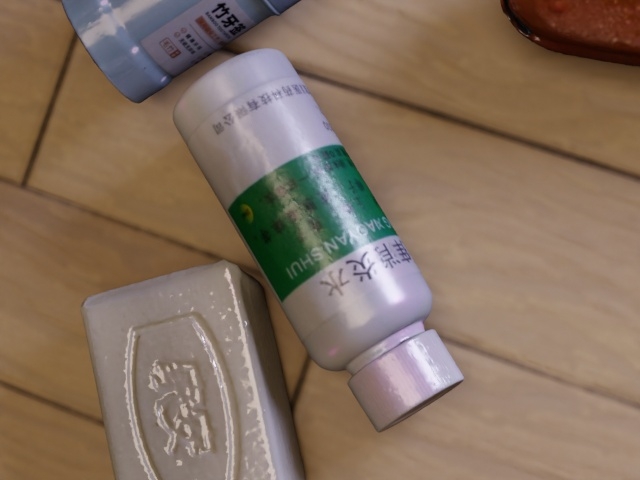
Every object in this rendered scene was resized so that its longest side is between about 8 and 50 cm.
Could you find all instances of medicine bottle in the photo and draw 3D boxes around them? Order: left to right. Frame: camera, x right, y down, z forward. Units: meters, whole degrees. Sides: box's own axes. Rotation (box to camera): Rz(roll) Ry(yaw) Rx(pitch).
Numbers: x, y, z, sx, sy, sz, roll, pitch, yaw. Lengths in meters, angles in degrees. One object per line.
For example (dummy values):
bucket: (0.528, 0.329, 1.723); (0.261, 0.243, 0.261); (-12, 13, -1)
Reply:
medicine bottle: (0.000, 0.000, 0.912); (0.095, 0.095, 0.260); (-32, 80, 9)

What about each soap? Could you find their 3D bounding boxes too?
soap: (-0.084, 0.115, 0.937); (0.121, 0.064, 0.183); (-15, 81, 14)

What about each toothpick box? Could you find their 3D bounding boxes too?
toothpick box: (-0.089, -0.176, 0.943); (0.153, 0.101, 0.101); (-31, 79, 10)

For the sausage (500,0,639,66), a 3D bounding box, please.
sausage: (0.275, -0.149, 0.860); (0.330, 0.102, 0.102); (9, 87, 14)
